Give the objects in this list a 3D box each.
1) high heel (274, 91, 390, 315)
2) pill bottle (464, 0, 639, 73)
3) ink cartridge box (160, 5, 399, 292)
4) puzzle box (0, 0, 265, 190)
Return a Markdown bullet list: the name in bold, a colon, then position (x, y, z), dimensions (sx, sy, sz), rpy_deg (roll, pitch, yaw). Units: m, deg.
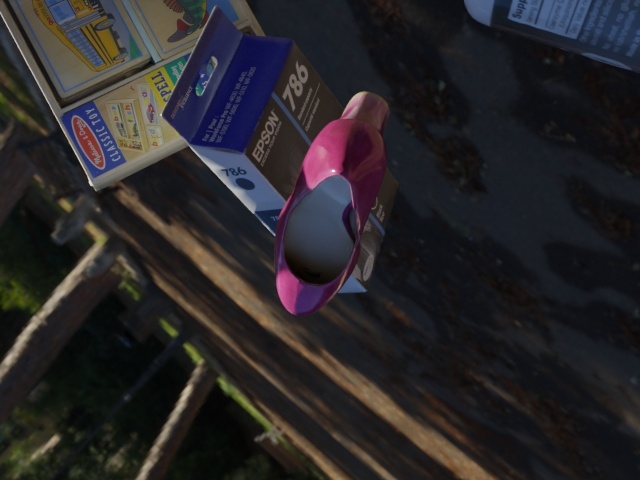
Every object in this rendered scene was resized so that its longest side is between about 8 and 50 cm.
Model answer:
- **high heel**: position (0.000, 0.000, 0.750), dimensions (0.082, 0.117, 0.244), rpy_deg (26, 129, -2)
- **pill bottle**: position (0.199, -0.213, 0.638), dimensions (0.283, 0.161, 0.161), rpy_deg (21, 164, 11)
- **ink cartridge box**: position (-0.027, -0.095, 1.009), dimensions (0.065, 0.165, 0.333), rpy_deg (-5, 144, 37)
- **puzzle box**: position (-0.250, -0.299, 1.099), dimensions (0.409, 0.272, 0.052), rpy_deg (60, 170, 4)
